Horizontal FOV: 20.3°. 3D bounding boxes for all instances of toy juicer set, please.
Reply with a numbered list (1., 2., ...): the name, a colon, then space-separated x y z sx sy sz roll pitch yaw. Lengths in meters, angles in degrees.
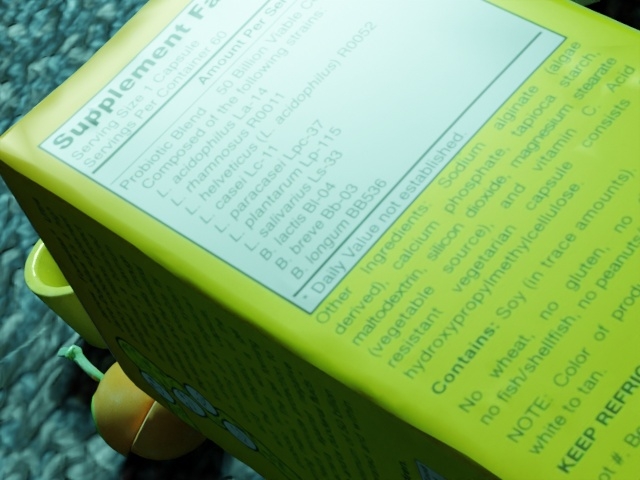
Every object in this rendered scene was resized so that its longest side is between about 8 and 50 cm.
1. toy juicer set: 0.000 0.000 0.961 0.329 0.089 0.209 -26 39 4

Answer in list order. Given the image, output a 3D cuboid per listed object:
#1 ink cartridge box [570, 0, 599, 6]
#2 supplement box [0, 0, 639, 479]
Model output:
1. ink cartridge box: 0.069 -0.203 1.103 0.176 0.128 0.127 -17 41 16
2. supplement box: 0.068 0.026 0.754 0.357 0.195 0.194 31 67 33
